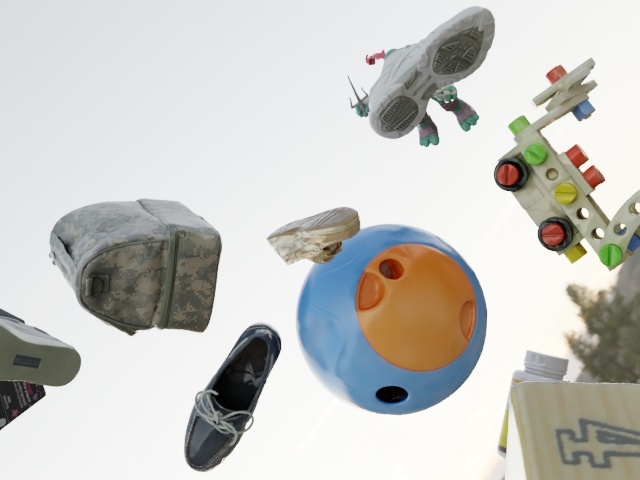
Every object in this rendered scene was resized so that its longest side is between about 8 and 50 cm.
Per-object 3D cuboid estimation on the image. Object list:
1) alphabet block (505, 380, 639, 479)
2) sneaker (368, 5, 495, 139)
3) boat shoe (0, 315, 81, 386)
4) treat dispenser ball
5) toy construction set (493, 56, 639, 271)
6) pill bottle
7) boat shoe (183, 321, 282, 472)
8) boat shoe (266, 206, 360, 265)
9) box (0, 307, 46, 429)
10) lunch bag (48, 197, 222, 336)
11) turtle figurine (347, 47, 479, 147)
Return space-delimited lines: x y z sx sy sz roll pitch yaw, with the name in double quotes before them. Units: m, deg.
"alphabet block" 0.285 0.268 0.979 0.197 0.194 0.192 -80 -12 -63
"sneaker" 0.146 -0.259 1.437 0.232 0.115 0.090 -41 -53 18
"boat shoe" -0.423 0.140 1.314 0.227 0.081 0.079 26 -94 -48
"treat dispenser ball" 0.106 0.118 1.507 0.288 0.288 0.288 -46 -25 -28
"toy construction set" 0.370 -0.095 1.367 0.215 0.327 0.151 -39 -25 23
"pill bottle" 0.415 0.323 1.925 0.117 0.117 0.215 16 -94 -68
"boat shoe" -0.135 0.241 1.500 0.254 0.095 0.079 -57 -2 7
"boat shoe" 0.000 0.000 1.269 0.063 0.059 0.170 -36 14 -32
"box" -0.574 0.180 1.571 0.142 0.247 0.163 -39 -43 -39
"lunch bag" -0.350 0.040 1.843 0.256 0.305 0.212 6 -76 -26
"turtle figurine" 0.158 -0.248 1.667 0.234 0.175 0.118 35 -121 -45
